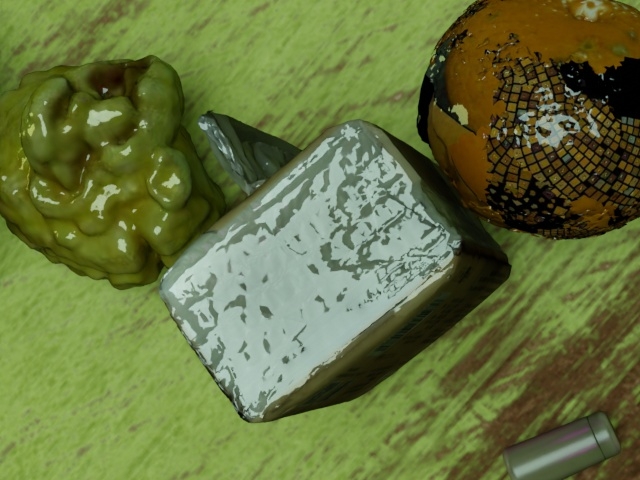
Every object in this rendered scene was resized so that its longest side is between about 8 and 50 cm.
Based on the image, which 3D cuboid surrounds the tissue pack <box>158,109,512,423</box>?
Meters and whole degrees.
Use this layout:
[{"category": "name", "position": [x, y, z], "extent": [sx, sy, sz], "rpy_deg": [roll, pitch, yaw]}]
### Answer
[{"category": "tissue pack", "position": [0.000, 0.000, 1.382], "extent": [0.239, 0.305, 0.238], "rpy_deg": [-1, 87, 13]}]

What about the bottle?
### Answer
[{"category": "bottle", "position": [0.207, 0.181, 1.468], "extent": [0.096, 0.045, 0.045], "rpy_deg": [-25, 84, 7]}]

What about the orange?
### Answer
[{"category": "orange", "position": [0.195, -0.106, 1.383], "extent": [0.235, 0.234, 0.182], "rpy_deg": [11, 114, 11]}]

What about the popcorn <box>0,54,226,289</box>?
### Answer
[{"category": "popcorn", "position": [-0.195, -0.065, 1.475], "extent": [0.200, 0.203, 0.226], "rpy_deg": [-26, 66, 0]}]
